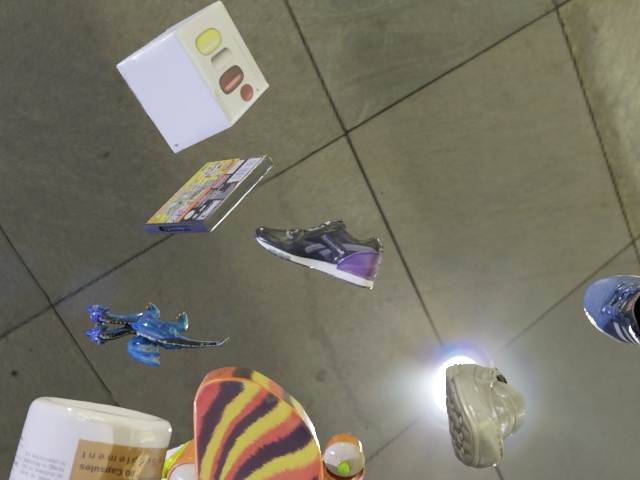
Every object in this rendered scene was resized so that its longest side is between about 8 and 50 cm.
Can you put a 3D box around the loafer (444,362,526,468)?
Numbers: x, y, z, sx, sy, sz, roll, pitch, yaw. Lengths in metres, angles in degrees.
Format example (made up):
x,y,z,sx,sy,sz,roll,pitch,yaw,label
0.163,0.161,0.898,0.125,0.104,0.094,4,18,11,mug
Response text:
x,y,z,sx,sy,sz,roll,pitch,yaw,label
0.236,0.236,0.964,0.111,0.319,0.112,-3,94,9,loafer

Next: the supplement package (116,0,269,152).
x,y,z,sx,sy,sz,roll,pitch,yaw,label
-0.235,-0.314,1.296,0.194,0.149,0.203,58,32,-23,supplement package

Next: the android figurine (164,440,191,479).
x,y,z,sx,sy,sz,roll,pitch,yaw,label
-0.216,0.476,1.428,0.273,0.248,0.056,-31,113,-58,android figurine

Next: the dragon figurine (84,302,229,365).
x,y,z,sx,sy,sz,roll,pitch,yaw,label
-0.343,0.199,1.396,0.144,0.289,0.085,-32,139,-66,dragon figurine

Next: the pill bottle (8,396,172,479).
x,y,z,sx,sy,sz,roll,pitch,yaw,label
-0.222,0.266,0.607,0.131,0.131,0.230,18,76,-28,pill bottle

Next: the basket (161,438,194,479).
x,y,z,sx,sy,sz,roll,pitch,yaw,label
-0.335,0.726,1.877,0.328,0.331,0.267,26,44,-52,basket

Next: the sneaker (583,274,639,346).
x,y,z,sx,sy,sz,roll,pitch,yaw,label
0.532,0.114,1.105,0.148,0.350,0.131,29,91,-21,sneaker

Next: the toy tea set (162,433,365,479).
x,y,z,sx,sy,sz,roll,pitch,yaw,label
-0.093,0.383,1.094,0.336,0.124,0.200,-29,104,15,toy tea set

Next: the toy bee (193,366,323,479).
x,y,z,sx,sy,sz,roll,pitch,yaw,label
-0.031,0.246,0.487,0.162,0.195,0.299,9,108,-5,toy bee

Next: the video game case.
x,y,z,sx,sy,sz,roll,pitch,yaw,label
-0.282,-0.115,1.705,0.275,0.248,0.035,-52,126,-35,video game case

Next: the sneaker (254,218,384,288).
x,y,z,sx,sy,sz,roll,pitch,yaw,label
0.000,0.000,1.492,0.283,0.107,0.124,20,95,0,sneaker
